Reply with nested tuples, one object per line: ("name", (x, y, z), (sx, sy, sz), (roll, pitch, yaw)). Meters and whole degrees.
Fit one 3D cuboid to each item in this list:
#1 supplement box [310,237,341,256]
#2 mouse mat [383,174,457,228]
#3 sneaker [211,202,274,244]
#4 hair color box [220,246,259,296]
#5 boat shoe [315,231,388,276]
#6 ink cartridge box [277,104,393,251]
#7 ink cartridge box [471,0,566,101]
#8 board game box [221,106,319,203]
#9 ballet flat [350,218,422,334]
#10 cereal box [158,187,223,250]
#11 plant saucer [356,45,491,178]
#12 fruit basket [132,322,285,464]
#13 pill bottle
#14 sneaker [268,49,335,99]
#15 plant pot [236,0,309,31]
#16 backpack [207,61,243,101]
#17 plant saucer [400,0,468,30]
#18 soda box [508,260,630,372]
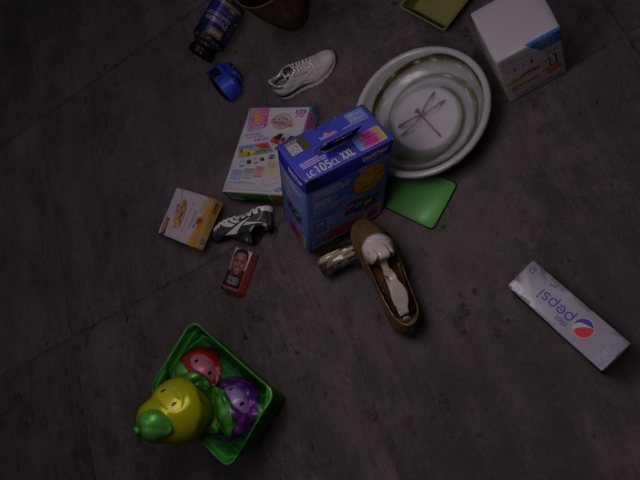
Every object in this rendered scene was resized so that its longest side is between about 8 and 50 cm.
("supplement box", (0.000, 0.000, 1.820), (0.083, 0.083, 0.056), (-43, 61, 10))
("mouse mat", (0.278, -0.132, 1.763), (0.189, 0.007, 0.153), (29, 90, 29))
("sneaker", (-0.247, -0.029, 1.958), (0.234, 0.078, 0.106), (-21, 64, 18))
("hair color box", (-0.254, 0.099, 1.944), (0.071, 0.043, 0.141), (15, 82, 30))
("boat shoe", (0.099, 0.040, 1.769), (0.223, 0.080, 0.074), (-21, 96, 7))
("ink cartridge box", (0.037, -0.176, 1.630), (0.269, 0.396, 0.151), (-29, 61, -16))
("ink cartridge box", (0.525, -0.515, 1.618), (0.171, 0.232, 0.168), (-26, 67, 18))
("board game box", (-0.159, -0.277, 1.969), (0.242, 0.064, 0.317), (6, 71, 28))
("ballet flat", (0.178, 0.087, 1.638), (0.116, 0.124, 0.343), (-20, 79, -3))
("cereal box", (-0.437, -0.074, 2.052), (0.240, 0.047, 0.173), (16, 83, 45))
("plant saucer", (0.295, -0.353, 1.764), (0.400, 0.100, 0.401), (-8, 72, 26))
("fruit basket", (-0.331, 0.430, 1.704), (0.392, 0.392, 0.283), (33, 92, 30))
("pill bottle", (-0.378, -0.759, 2.211), (0.122, 0.122, 0.219), (31, 91, 30))
("sneaker", (-0.058, -0.549, 2.005), (0.235, 0.095, 0.090), (-32, 62, 14))
("plant pot", (-0.136, -0.802, 2.038), (0.215, 0.230, 0.216), (-8, 73, 25))
("backpack", (-0.323, -0.553, 2.138), (0.101, 0.098, 0.120), (-39, 61, 8))
("plant saucer", (0.370, -0.738, 1.870), (0.188, 0.045, 0.188), (42, 96, 29))
("soda box", (0.586, 0.181, 1.462), (0.091, 0.098, 0.286), (-47, 61, 6))
